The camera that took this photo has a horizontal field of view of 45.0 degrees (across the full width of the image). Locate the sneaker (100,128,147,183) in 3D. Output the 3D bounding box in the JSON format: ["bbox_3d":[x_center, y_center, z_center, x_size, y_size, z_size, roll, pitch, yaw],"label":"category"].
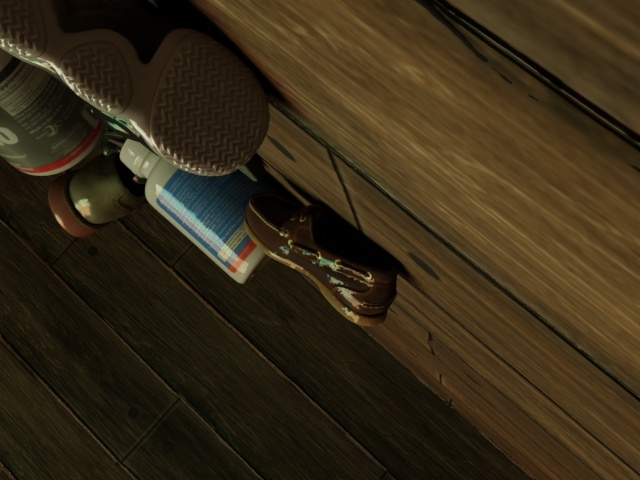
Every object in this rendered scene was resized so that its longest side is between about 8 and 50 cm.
[{"bbox_3d":[-0.219,-0.102,1.055,0.178,0.077,0.072,34,173,-9],"label":"sneaker"}]

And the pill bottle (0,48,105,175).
[{"bbox_3d":[-0.397,-0.211,0.941,0.161,0.161,0.283,39,172,27],"label":"pill bottle"}]

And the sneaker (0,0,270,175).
[{"bbox_3d":[-0.161,-0.144,0.521,0.269,0.101,0.153,41,173,-20],"label":"sneaker"}]

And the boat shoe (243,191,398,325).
[{"bbox_3d":[0.000,0.000,0.796,0.207,0.073,0.073,36,135,29],"label":"boat shoe"}]

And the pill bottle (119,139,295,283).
[{"bbox_3d":[-0.138,-0.061,0.965,0.221,0.124,0.124,42,175,2],"label":"pill bottle"}]

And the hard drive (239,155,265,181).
[{"bbox_3d":[-0.118,-0.124,0.845,0.094,0.022,0.135,39,175,27],"label":"hard drive"}]

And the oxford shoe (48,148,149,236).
[{"bbox_3d":[-0.276,-0.111,1.201,0.123,0.130,0.348,60,-159,-19],"label":"oxford shoe"}]

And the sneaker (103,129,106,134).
[{"bbox_3d":[-0.397,-0.259,1.269,0.217,0.121,0.079,44,174,-20],"label":"sneaker"}]
